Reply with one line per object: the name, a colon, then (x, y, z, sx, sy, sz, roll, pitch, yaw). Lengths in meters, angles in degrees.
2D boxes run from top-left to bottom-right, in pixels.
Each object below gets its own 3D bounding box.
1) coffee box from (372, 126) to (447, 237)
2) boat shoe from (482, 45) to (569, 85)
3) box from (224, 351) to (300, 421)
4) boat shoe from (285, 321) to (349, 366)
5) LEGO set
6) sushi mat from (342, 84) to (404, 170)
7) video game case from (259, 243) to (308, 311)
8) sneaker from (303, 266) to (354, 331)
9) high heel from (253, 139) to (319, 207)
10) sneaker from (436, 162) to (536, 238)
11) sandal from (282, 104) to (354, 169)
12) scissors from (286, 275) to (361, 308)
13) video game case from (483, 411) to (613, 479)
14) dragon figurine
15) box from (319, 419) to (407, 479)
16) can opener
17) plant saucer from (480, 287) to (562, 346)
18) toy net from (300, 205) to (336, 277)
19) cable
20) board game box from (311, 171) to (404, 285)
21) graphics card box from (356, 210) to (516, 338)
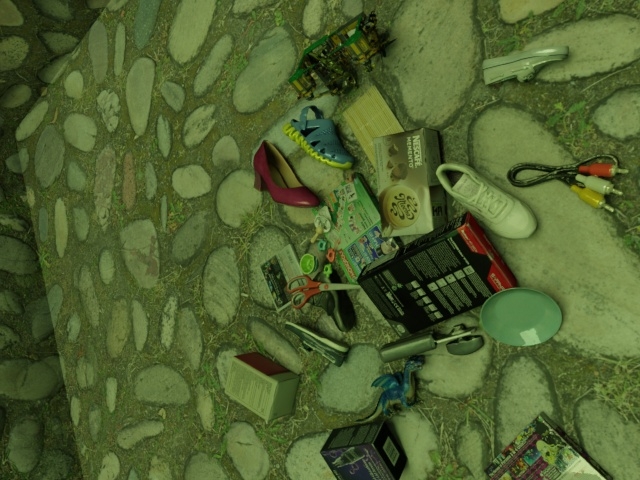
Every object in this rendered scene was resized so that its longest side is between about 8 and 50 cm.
coffee box: (0.263, -0.164, 1.521, 0.168, 0.119, 0.296, -4, 91, 36)
boat shoe: (0.538, -0.455, 1.375, 0.226, 0.083, 0.075, 5, 103, 49)
box: (-0.210, 0.515, 1.863, 0.233, 0.127, 0.148, 19, 99, 36)
boat shoe: (-0.023, 0.344, 1.753, 0.255, 0.095, 0.079, 20, 89, 27)
LEGO set: (0.081, -0.533, 1.626, 0.331, 0.192, 0.254, -27, 35, 28)
sushi mat: (0.191, -0.332, 1.662, 0.151, 0.019, 0.316, -39, 66, 28)
video game case: (-0.128, 0.136, 1.883, 0.173, 0.022, 0.190, -36, 68, 30)
sneaker: (0.027, 0.213, 1.724, 0.130, 0.087, 0.227, -40, 62, 31)
high heel: (-0.124, -0.230, 1.807, 0.377, 0.127, 0.181, 26, 114, 43)
sneaker: (0.427, -0.105, 1.389, 0.305, 0.152, 0.114, 43, 111, 29)
sandal: (0.002, -0.349, 1.746, 0.317, 0.126, 0.138, 43, 109, 29)
scissors: (0.005, 0.142, 1.687, 0.297, 0.021, 0.108, -22, 64, 34)
video game case: (0.567, 0.593, 1.321, 0.210, 0.042, 0.232, 45, 114, 30)
dragon figurine: (0.212, 0.446, 1.571, 0.289, 0.085, 0.143, -34, 68, 31)
box: (0.129, 0.650, 1.580, 0.207, 0.108, 0.153, -26, 100, 34)
can opener: (0.312, 0.306, 1.473, 0.284, 0.076, 0.095, -22, 88, 19)
plant saucer: (0.513, 0.189, 1.341, 0.195, 0.037, 0.194, 9, 125, 13)
toy net: (0.000, 0.000, 1.705, 0.122, 0.045, 0.232, 7, 89, 47)
cable: (0.611, -0.171, 1.301, 0.287, 0.072, 0.139, 23, 96, 36)
board game box: (0.119, -0.033, 1.687, 0.213, 0.046, 0.317, -40, 66, 30)
graphics card box: (0.313, 0.106, 1.444, 0.371, 0.094, 0.232, -32, 102, 32)
